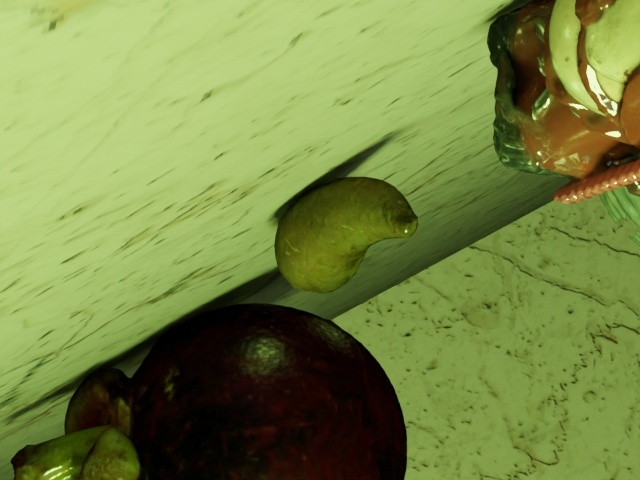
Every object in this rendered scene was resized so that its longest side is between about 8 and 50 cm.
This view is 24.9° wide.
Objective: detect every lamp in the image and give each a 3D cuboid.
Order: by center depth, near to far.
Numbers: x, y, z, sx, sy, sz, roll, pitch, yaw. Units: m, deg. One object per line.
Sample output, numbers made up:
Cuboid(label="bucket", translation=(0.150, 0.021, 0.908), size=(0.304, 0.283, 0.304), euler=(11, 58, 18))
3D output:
Cuboid(label="lamp", translation=(0.154, -0.086, 0.556), size=(0.118, 0.118, 0.253), euler=(-27, -179, -19))

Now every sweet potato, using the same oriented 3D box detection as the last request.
Cuboid(label="sweet potato", translation=(-0.002, 0.002, 0.917), size=(0.069, 0.059, 0.249), euler=(-40, -178, -14))

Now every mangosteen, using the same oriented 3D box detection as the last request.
Cuboid(label="mangosteen", translation=(-0.073, 0.187, 1.248), size=(0.297, 0.293, 0.297), euler=(-55, 169, -15))

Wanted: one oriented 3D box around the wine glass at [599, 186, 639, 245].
Cuboid(label="wine glass", translation=(0.275, -0.084, 0.849), size=(0.190, 0.190, 0.357), euler=(-28, 176, -6))
